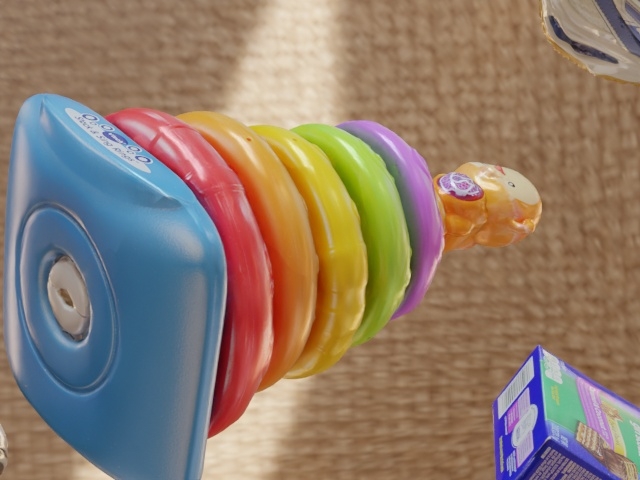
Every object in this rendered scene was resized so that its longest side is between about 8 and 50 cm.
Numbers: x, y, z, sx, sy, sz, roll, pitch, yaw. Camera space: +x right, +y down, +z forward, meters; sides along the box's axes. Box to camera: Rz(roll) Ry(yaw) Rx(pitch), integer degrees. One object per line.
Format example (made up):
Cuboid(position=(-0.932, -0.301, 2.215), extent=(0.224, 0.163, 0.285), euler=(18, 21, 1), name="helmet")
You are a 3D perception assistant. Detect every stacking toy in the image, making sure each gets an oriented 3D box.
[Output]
Cuboid(position=(0.000, 0.000, 0.994), extent=(0.175, 0.302, 0.165), euler=(37, 129, 43), name="stacking toy")

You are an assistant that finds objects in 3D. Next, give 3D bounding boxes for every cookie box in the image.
Cuboid(position=(0.130, 0.105, 0.856), extent=(0.107, 0.092, 0.040), euler=(32, 111, -10), name="cookie box")

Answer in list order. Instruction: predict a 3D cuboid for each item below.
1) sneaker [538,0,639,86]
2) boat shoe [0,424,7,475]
Cuboid(position=(0.308, -0.148, 1.411), extent=(0.297, 0.131, 0.111), euler=(18, 60, -2), name="sneaker")
Cuboid(position=(-0.311, 0.195, 1.145), extent=(0.119, 0.335, 0.121), euler=(55, 135, 15), name="boat shoe")
